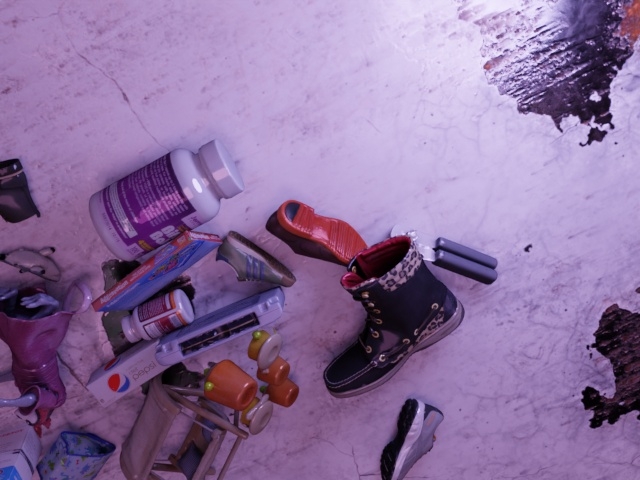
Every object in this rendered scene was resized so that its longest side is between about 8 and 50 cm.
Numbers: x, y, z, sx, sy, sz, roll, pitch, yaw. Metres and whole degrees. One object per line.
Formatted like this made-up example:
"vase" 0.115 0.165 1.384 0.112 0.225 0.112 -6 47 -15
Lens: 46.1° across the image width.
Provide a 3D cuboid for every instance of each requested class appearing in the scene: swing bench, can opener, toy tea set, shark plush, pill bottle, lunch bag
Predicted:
"swing bench" -0.334 0.481 1.821 0.254 0.165 0.253 21 108 -12
"can opener" 0.280 0.036 1.760 0.280 0.074 0.093 17 143 -9
"toy tea set" -0.162 0.324 1.732 0.124 0.200 0.336 24 154 25
"shark plush" -0.669 0.060 1.691 0.161 0.073 0.067 3 142 -12
"pill bottle" -0.378 0.178 1.741 0.151 0.086 0.086 -23 111 4
"lunch bag" -0.601 0.547 1.864 0.151 0.096 0.129 24 110 -44
"pill bottle" -0.320 -0.091 1.597 0.301 0.169 0.169 -27 111 7

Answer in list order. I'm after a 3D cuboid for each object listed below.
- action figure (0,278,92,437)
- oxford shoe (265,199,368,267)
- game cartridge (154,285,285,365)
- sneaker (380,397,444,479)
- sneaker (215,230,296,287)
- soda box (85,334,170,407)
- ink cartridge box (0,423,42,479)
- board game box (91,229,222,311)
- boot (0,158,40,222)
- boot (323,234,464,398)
"action figure" -0.650 0.274 1.728 0.275 0.248 0.371 -17 115 -25
"oxford shoe" 0.000 0.000 1.718 0.271 0.097 0.098 31 140 -22
"game cartridge" -0.218 0.189 1.698 0.294 0.196 0.060 -23 100 3
"sneaker" 0.231 0.536 1.926 0.107 0.100 0.272 17 109 -17
"sneaker" -0.155 0.064 1.729 0.192 0.064 0.086 36 105 -11
"soda box" -0.447 0.303 1.794 0.216 0.069 0.074 -33 110 7
"ink cartridge box" -0.766 0.547 1.790 0.148 0.203 0.086 -16 114 2
"board game box" -0.360 0.071 1.664 0.281 0.145 0.027 -35 77 14
"boot" -0.720 -0.083 1.622 0.197 0.077 0.137 -14 117 2
"boot" 0.123 0.175 1.716 0.377 0.138 0.284 -32 128 4
